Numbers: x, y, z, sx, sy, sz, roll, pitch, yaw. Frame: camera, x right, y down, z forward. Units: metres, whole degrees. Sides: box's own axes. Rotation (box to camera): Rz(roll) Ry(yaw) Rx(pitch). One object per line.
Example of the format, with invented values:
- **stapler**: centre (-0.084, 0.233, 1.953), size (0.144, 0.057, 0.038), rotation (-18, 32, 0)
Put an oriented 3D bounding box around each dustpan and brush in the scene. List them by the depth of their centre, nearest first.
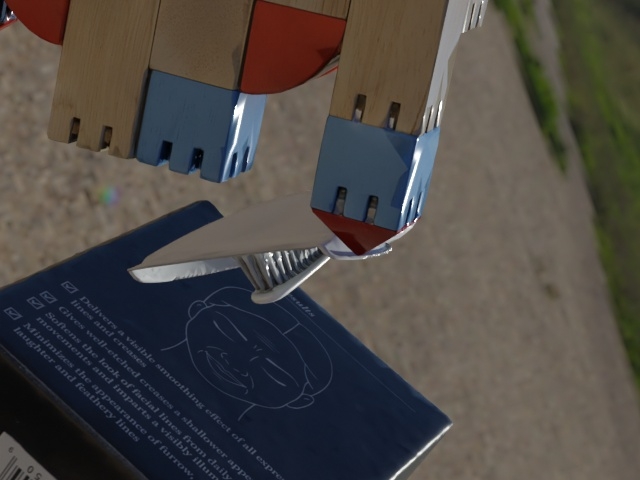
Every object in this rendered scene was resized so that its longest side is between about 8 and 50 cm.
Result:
- **dustpan and brush**: centre (0.000, 0.000, 1.181), size (0.211, 0.147, 0.060), rotation (-35, 113, -52)

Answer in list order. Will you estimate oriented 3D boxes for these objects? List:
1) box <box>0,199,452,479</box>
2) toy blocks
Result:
- **box**: centre (-0.123, 0.170, 1.479), size (0.293, 0.212, 0.395), rotation (41, 24, 10)
- **toy blocks**: centre (-0.061, -0.152, 0.987), size (0.191, 0.381, 0.261), rotation (-32, 136, -69)
